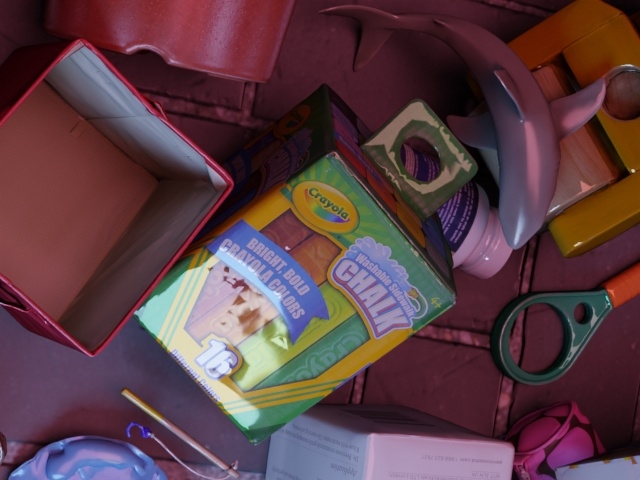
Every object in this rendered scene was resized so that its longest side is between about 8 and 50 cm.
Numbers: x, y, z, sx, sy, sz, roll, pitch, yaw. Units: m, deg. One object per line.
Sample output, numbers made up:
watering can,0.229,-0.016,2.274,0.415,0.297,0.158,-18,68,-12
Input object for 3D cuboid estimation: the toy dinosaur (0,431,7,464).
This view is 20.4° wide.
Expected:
toy dinosaur,-0.352,0.278,1.483,0.200,0.127,0.296,-7,120,0

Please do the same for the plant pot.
plant pot,-0.110,-0.281,1.497,0.272,0.272,0.265,10,96,-25

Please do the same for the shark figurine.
shark figurine,0.142,-0.149,1.612,0.166,0.116,0.278,-43,77,8

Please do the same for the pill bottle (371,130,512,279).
pill bottle,0.100,-0.028,1.687,0.169,0.094,0.094,26,82,-23

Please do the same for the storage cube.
storage cube,-0.225,-0.038,1.483,0.183,0.193,0.215,43,76,-21

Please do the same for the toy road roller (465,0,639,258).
toy road roller,0.325,-0.135,1.737,0.329,0.240,0.202,-31,78,14

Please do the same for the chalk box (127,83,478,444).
chalk box,0.000,0.000,1.533,0.289,0.179,0.180,-37,110,14

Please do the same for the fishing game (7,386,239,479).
fishing game,-0.210,0.266,1.594,0.189,0.041,0.264,34,84,-15

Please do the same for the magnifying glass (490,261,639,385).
magnifying glass,0.272,0.070,1.810,0.231,0.026,0.092,-29,104,-21

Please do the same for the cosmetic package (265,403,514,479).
cosmetic package,0.040,0.351,1.618,0.156,0.217,0.385,6,92,-25

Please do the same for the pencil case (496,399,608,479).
pencil case,0.260,0.266,1.782,0.209,0.095,0.098,56,41,-16

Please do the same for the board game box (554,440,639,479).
board game box,0.374,0.258,1.735,0.275,0.142,0.144,-8,83,-50
